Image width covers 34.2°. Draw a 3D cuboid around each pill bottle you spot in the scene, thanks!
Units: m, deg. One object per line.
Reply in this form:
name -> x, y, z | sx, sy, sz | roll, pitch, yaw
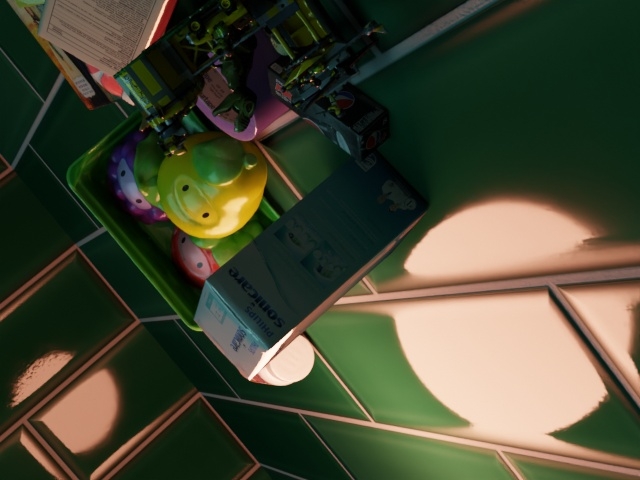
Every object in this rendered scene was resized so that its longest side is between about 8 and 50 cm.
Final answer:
pill bottle -> -0.099, 0.251, 2.249 | 0.121, 0.121, 0.221 | 52, 160, -10

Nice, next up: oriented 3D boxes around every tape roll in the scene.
tape roll -> -0.127, -0.238, 1.456 | 0.189, 0.080, 0.189 | 41, 159, 19

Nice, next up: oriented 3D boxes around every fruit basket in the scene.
fruit basket -> -0.216, -0.061, 1.751 | 0.392, 0.283, 0.392 | 50, 178, 2

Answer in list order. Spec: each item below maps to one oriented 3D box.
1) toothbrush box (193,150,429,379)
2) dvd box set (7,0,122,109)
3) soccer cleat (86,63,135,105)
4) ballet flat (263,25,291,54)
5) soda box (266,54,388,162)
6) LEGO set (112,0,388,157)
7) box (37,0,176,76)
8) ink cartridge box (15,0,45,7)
toothbrush box -> -0.019, 0.035, 1.416 | 0.126, 0.295, 0.216 | 46, 161, 5
dvd box set -> -0.486, -0.432, 1.877 | 0.420, 0.062, 0.307 | 55, 159, -19
soccer cleat -> -0.300, -0.277, 1.594 | 0.116, 0.109, 0.318 | 33, -174, -13
ballet flat -> -0.079, -0.300, 1.282 | 0.057, 0.049, 0.173 | 26, 151, 48
soda box -> 0.009, -0.175, 1.325 | 0.169, 0.053, 0.060 | 40, 159, 25
LEGO set -> -0.071, -0.177, 1.143 | 0.192, 0.255, 0.331 | 53, 180, -14
box -> -0.257, -0.336, 1.347 | 0.148, 0.127, 0.232 | 29, 148, -9
ink cartridge box -> -0.402, -0.408, 1.524 | 0.255, 0.097, 0.189 | -3, 134, 24
